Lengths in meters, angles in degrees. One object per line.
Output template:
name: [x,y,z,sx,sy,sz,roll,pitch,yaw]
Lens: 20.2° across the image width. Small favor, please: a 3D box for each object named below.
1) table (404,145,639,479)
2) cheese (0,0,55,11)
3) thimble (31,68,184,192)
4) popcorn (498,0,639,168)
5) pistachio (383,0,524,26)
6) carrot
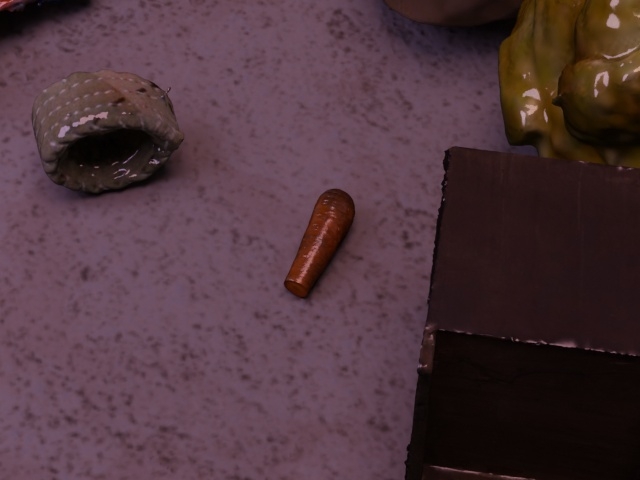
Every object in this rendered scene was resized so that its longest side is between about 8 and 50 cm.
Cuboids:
table: [0.150,0.072,1.204,0.169,0.172,0.193,7,48,4]
cheese: [-0.338,-0.199,1.425,0.329,0.129,0.217,-16,48,-36]
thimble: [-0.162,-0.085,1.367,0.110,0.084,0.062,-14,54,-10]
popcorn: [0.250,-0.123,1.307,0.225,0.276,0.276,-39,63,-21]
pistachio: [0.146,-0.326,1.470,0.226,0.207,0.332,12,77,45]
carrot: [0.000,0.000,1.344,0.032,0.032,0.093,19,57,12]
